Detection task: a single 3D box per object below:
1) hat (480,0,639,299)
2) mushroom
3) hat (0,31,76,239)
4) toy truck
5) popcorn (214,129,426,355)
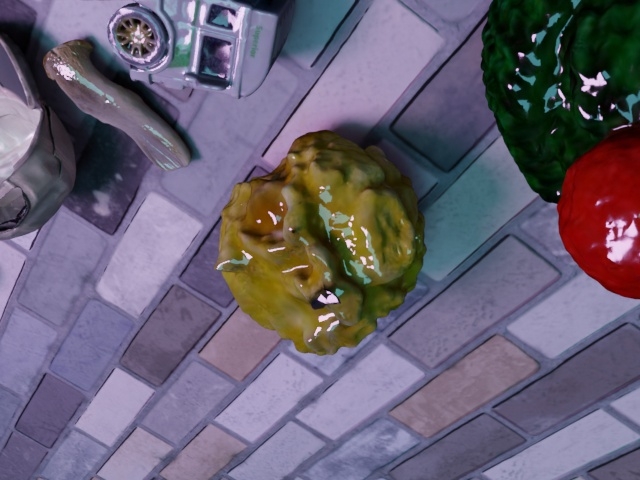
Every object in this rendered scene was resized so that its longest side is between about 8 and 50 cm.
[{"bbox_3d":[0.254,-0.097,0.459,0.274,0.332,0.242,41,127,-17],"label":"hat"},{"bbox_3d":[-0.242,-0.160,0.738,0.202,0.054,0.059,41,131,-21],"label":"mushroom"},{"bbox_3d":[-0.430,-0.128,0.748,0.232,0.161,0.275,-36,89,-6],"label":"hat"},{"bbox_3d":[-0.079,-0.307,0.522,0.175,0.146,0.367,17,128,-2],"label":"toy truck"},{"bbox_3d":[-0.001,0.008,0.678,0.249,0.225,0.249,12,130,14],"label":"popcorn"}]
